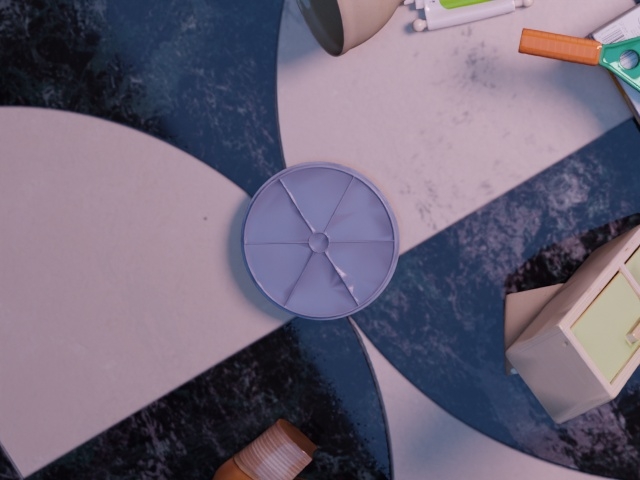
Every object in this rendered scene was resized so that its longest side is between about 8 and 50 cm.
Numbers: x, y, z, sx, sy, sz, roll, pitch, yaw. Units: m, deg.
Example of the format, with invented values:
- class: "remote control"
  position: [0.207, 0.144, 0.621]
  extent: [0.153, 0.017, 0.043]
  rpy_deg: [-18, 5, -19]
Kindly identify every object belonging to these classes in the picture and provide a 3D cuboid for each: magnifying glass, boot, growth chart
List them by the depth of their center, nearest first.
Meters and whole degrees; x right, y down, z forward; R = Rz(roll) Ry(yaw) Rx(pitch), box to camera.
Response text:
- class: "magnifying glass"
  position: [0.342, -0.207, 1.523]
  extent: [0.231, 0.026, 0.092]
  rpy_deg: [11, 100, 5]
- class: "growth chart"
  position: [0.152, -0.371, 1.616]
  extent: [0.172, 0.021, 0.237]
  rpy_deg: [-20, 96, 9]
- class: "boot"
  position: [-0.034, 0.395, 1.705]
  extent: [0.283, 0.109, 0.220]
  rpy_deg: [43, 100, 2]

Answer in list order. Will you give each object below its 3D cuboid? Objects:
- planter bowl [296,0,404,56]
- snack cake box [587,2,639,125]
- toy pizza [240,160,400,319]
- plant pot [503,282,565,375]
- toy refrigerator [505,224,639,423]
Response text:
- class: "planter bowl"
  position: [0.039, -0.311, 1.582]
  extent: [0.109, 0.162, 0.162]
  rpy_deg: [-23, 95, -14]
- class: "snack cake box"
  position: [0.446, -0.168, 1.569]
  extent: [0.152, 0.089, 0.264]
  rpy_deg: [-30, 93, 10]
- class: "toy pizza"
  position: [0.000, 0.000, 1.684]
  extent: [0.201, 0.032, 0.201]
  rpy_deg: [1, 98, 6]
- class: "plant pot"
  position: [0.272, 0.106, 1.630]
  extent: [0.109, 0.109, 0.096]
  rpy_deg: [-12, 84, 10]
- class: "toy refrigerator"
  position: [0.326, 0.087, 1.527]
  extent: [0.094, 0.269, 0.102]
  rpy_deg: [-35, 92, 42]
